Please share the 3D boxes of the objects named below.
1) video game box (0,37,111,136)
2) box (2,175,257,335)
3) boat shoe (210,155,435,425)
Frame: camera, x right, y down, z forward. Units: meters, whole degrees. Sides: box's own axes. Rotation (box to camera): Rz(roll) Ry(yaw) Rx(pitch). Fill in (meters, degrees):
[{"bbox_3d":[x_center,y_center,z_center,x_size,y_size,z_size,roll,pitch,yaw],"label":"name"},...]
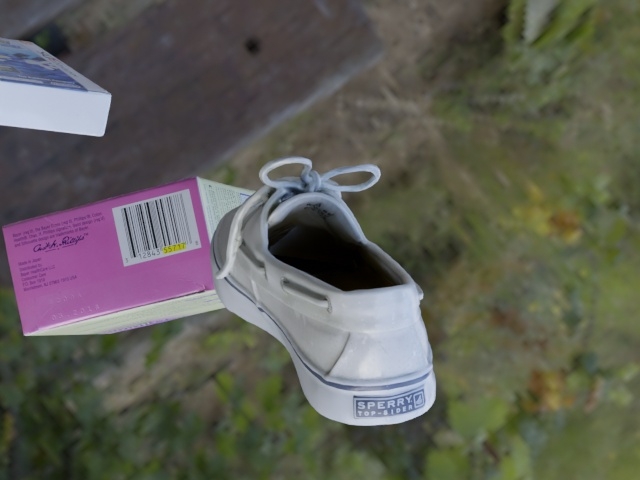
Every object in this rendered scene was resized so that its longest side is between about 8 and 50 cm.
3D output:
[{"bbox_3d":[-0.316,-0.148,1.614,0.205,0.187,0.048,5,105,-35],"label":"video game box"},{"bbox_3d":[-0.178,0.021,1.890,0.214,0.117,0.243,-14,174,14],"label":"box"},{"bbox_3d":[-0.008,0.002,1.432,0.136,0.156,0.367,-7,-158,-13],"label":"boat shoe"}]
